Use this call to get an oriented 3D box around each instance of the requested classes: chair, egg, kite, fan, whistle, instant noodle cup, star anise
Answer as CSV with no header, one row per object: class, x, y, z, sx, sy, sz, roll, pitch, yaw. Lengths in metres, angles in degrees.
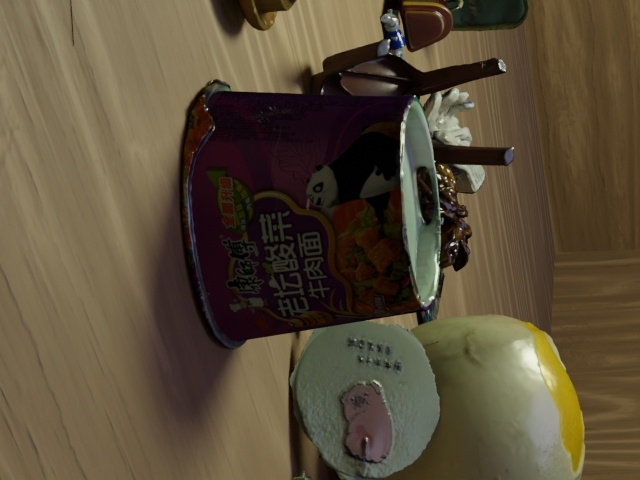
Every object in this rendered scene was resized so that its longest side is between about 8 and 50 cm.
chair,0.058,-0.139,1.856,0.326,0.183,0.176,-2,-87,59
egg,0.164,0.256,1.851,0.283,0.283,0.345,12,83,-76
kite,0.165,0.028,2.474,0.335,0.011,0.314,48,40,-70
fan,0.043,0.234,1.668,0.010,0.182,0.310,155,-57,-63
whistle,0.104,-0.289,2.259,0.033,0.029,0.083,-31,119,-32
instant noodle cup,0.002,-0.029,1.435,0.251,0.190,0.251,-3,90,-76
star anise,0.184,-0.034,2.402,0.234,0.073,0.177,-19,96,-69

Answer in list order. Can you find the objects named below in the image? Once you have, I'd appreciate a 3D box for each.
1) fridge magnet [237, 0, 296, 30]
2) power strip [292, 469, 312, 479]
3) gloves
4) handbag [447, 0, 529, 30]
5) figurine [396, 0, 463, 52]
fridge magnet,-0.055,-0.273,1.520,0.143,0.063,0.143,-4,90,-80
power strip,-0.020,0.280,1.639,0.027,0.017,0.083,52,37,-68
gloves,0.203,-0.158,2.488,0.229,0.097,0.119,73,7,-50
handbag,0.256,-0.495,2.524,0.241,0.222,0.263,-73,158,-44
figurine,0.158,-0.355,2.311,0.154,0.098,0.082,-94,169,-51
